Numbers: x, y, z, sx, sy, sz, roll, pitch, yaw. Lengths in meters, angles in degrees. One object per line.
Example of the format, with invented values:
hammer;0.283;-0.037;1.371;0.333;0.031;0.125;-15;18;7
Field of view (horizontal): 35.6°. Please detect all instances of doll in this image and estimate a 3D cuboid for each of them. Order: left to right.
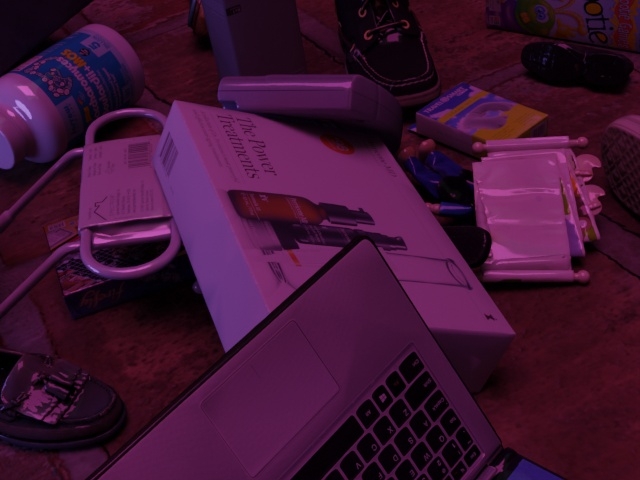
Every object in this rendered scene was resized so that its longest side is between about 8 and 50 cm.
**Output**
doll;0.180;-0.064;1.298;0.129;0.046;0.189;-22;45;-31

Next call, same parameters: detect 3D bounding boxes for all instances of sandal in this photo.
sandal;0.137;0.008;1.205;0.179;0.040;0.067;8;80;46

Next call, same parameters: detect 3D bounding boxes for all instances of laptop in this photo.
laptop;0.086;0.246;0.772;0.382;0.408;0.236;-41;14;-33

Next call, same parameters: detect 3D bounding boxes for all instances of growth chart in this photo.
growth chart;0.262;-0.042;1.220;0.171;0.021;0.237;4;54;5

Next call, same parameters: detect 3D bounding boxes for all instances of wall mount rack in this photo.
wall mount rack;-0.271;-0.019;1.211;0.304;0.131;0.350;-8;38;-5

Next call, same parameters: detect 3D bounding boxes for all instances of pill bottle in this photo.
pill bottle;-0.407;-0.216;1.538;0.146;0.146;0.264;18;46;31

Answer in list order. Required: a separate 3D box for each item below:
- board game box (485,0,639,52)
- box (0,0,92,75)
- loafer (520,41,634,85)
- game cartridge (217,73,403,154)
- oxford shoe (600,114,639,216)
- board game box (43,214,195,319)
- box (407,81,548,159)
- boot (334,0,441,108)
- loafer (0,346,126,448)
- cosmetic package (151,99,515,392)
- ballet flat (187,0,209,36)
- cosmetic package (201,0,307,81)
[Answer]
board game box;0.423;-0.420;1.625;0.275;0.142;0.144;18;45;31
box;-0.681;-0.415;1.648;0.471;0.297;0.480;-7;34;33
loafer;0.390;-0.268;1.517;0.170;0.062;0.061;19;24;27
game cartridge;0.006;-0.161;1.307;0.196;0.060;0.294;6;-4;14
oxford shoe;0.479;-0.033;1.106;0.130;0.169;0.449;-16;33;-11
board game box;-0.227;0.001;1.305;0.243;0.042;0.165;-19;38;-12
box;0.223;-0.170;1.429;0.109;0.042;0.178;-35;45;-30
boot;0.087;-0.394;1.546;0.138;0.284;0.377;-11;37;-1
loafer;-0.342;0.159;1.091;0.267;0.084;0.096;7;40;20
cosmetic package;0.000;0.000;1.093;0.284;0.097;0.377;8;35;-31
ballet flat;-0.195;-0.473;1.866;0.123;0.123;0.349;-11;37;-2
cosmetic package;-0.109;-0.349;1.573;0.127;0.238;0.107;-28;38;-18
